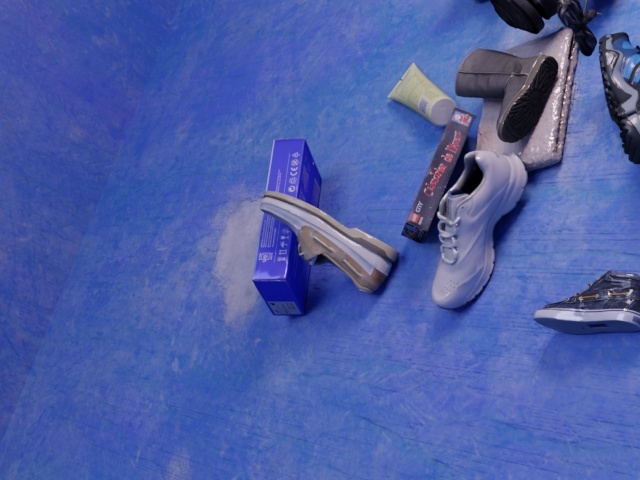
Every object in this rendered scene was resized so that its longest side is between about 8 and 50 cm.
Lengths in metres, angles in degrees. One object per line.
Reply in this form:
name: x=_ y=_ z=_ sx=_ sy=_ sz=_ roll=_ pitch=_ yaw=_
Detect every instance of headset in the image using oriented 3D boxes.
headset: x=0.401 y=-0.475 z=1.859 sx=0.243 sy=0.185 sz=0.394 roll=-30 pitch=50 yaw=21

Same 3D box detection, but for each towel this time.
towel: x=0.374 y=-0.247 z=1.925 sx=0.187 sy=0.049 sz=0.282 roll=-15 pitch=55 yaw=49

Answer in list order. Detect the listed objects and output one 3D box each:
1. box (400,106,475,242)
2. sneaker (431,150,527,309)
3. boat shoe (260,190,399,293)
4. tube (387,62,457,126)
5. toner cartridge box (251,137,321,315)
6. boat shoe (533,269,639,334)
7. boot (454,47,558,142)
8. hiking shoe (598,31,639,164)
box: x=0.217 y=-0.118 z=1.971 sx=0.159 sy=0.044 sz=0.233 roll=85 pitch=-152 yaw=-82
sneaker: x=0.248 y=-0.024 z=1.845 sx=0.111 sy=0.129 sz=0.297 roll=23 pitch=96 yaw=49
boat shoe: x=0.000 y=0.000 z=2.082 sx=0.302 sy=0.113 sz=0.103 roll=27 pitch=87 yaw=20
tube: x=0.210 y=-0.300 z=2.186 sx=0.070 sy=0.062 sz=0.240 roll=-17 pitch=28 yaw=-12
toner cartridge box: x=-0.067 y=-0.030 z=2.252 sx=0.075 sy=0.165 sz=0.348 roll=-1 pitch=59 yaw=14
boat shoe: x=0.414 y=0.094 z=1.616 sx=0.183 sy=0.065 sz=0.083 roll=-4 pitch=61 yaw=46
boot: x=0.313 y=-0.267 z=1.913 sx=0.208 sy=0.076 sz=0.190 roll=19 pitch=70 yaw=49
hiking shoe: x=0.527 y=-0.235 z=1.688 sx=0.132 sy=0.113 sz=0.304 roll=-13 pitch=43 yaw=12
